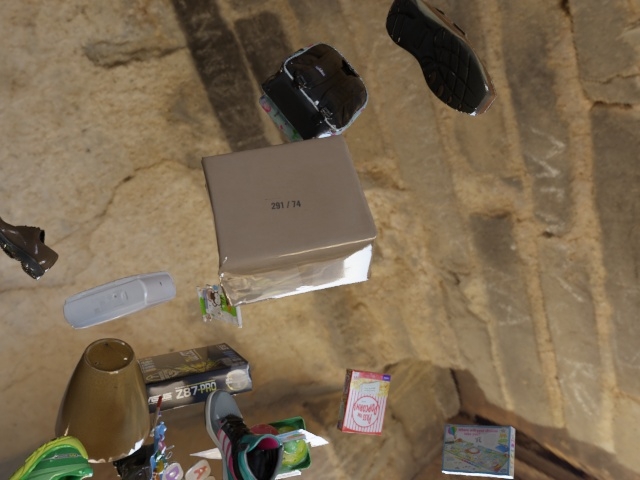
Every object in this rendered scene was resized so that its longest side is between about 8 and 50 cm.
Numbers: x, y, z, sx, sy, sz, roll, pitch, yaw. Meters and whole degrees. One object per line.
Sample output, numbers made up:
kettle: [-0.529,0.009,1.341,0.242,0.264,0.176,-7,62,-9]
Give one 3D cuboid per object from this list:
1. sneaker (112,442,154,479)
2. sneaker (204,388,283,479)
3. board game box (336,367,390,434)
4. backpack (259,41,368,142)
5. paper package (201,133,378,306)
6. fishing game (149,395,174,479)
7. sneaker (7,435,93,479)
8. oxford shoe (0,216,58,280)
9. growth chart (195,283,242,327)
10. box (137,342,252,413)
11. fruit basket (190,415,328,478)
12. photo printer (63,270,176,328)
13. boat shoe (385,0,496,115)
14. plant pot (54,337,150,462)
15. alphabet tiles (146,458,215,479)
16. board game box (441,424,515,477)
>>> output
sneaker: [-0.516,0.623,1.790,0.227,0.130,0.087,-69,151,-74]
sneaker: [-0.183,0.483,1.622,0.178,0.123,0.296,-39,-117,39]
board game box: [0.138,0.514,2.123,0.045,0.146,0.194,-1,-102,64]
backpack: [-0.009,-0.359,1.649,0.225,0.253,0.191,49,-42,-9]
paper package: [-0.072,-0.048,1.421,0.168,0.324,0.310,91,-14,-56]
fishing game: [-0.335,0.478,1.412,0.189,0.041,0.264,-104,-164,-71]
sneaker: [-0.550,0.506,1.245,0.123,0.295,0.109,37,-9,25]
oxford shoe: [-0.711,-0.001,1.595,0.227,0.096,0.083,36,-30,17]
growth chart: [-0.370,0.234,2.436,0.237,0.021,0.172,6,-63,41]
box: [-0.406,0.418,2.067,0.395,0.318,0.097,-178,-98,-72]
fruit basket: [-0.165,0.618,1.951,0.353,0.326,0.166,55,22,-70]
photo printer: [-0.586,0.173,2.004,0.307,0.255,0.107,-2,73,-85]
boat shoe: [0.268,-0.397,1.393,0.324,0.119,0.123,60,-44,24]
plant pot: [-0.535,0.376,1.668,0.237,0.237,0.254,36,-54,30]
alphabet tiles: [-0.364,0.683,1.636,0.021,0.278,0.284,13,-52,45]
board game box: [0.342,0.456,1.447,0.154,0.104,0.026,-8,-31,34]
